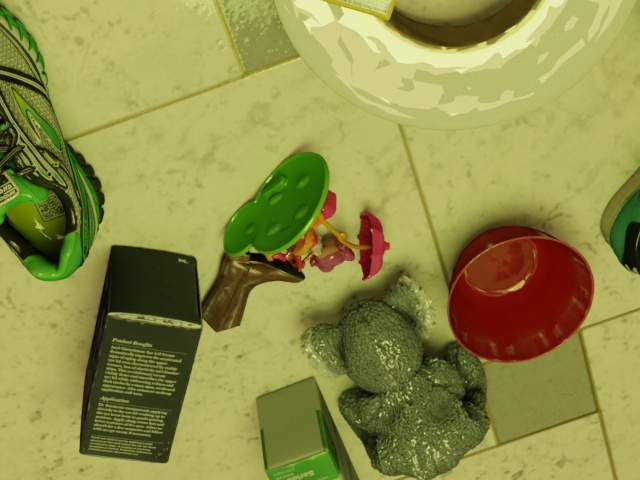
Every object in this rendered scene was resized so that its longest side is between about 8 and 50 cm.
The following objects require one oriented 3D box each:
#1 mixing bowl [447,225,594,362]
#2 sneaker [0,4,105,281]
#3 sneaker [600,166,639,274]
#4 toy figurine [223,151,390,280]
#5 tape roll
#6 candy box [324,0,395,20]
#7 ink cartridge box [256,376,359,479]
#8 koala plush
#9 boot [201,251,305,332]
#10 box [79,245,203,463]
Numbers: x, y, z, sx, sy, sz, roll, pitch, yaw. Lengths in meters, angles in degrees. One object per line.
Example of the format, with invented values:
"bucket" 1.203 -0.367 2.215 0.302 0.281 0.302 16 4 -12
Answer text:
"mixing bowl" 0.233 0.051 1.387 0.181 0.098 0.181 -4 119 -7
"sneaker" -0.328 -0.108 1.174 0.134 0.146 0.343 -26 120 6
"sneaker" 0.450 -0.085 1.331 0.108 0.121 0.302 18 115 -19
"toy figurine" 0.000 0.000 1.324 0.173 0.130 0.159 -31 132 34
"tape roll" 0.136 -0.302 1.151 0.392 0.072 0.392 1 120 1
"candy box" -0.014 -0.295 1.102 0.206 0.027 0.105 15 122 -7
"ink cartridge box" -0.004 0.310 1.465 0.087 0.153 0.208 -21 120 4
"koala plush" 0.095 0.162 1.389 0.196 0.203 0.221 -25 108 6
"boot" -0.086 0.069 1.379 0.106 0.037 0.114 21 112 -5
"box" -0.213 0.134 1.330 0.108 0.153 0.207 9 117 -14
